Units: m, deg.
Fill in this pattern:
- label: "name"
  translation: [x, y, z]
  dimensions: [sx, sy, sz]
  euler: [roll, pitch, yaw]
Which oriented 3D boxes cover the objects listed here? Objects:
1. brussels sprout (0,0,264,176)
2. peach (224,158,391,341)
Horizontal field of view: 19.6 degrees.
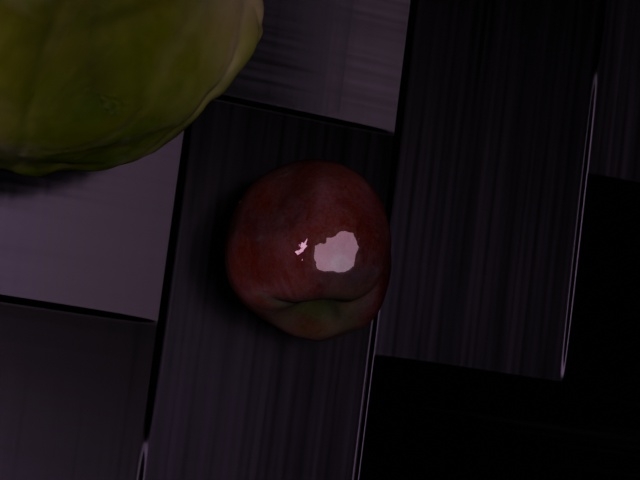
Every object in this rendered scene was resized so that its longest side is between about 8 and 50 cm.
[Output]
- label: "brussels sprout"
  translation: [-0.205, -0.216, 1.420]
  dimensions: [0.344, 0.268, 0.344]
  euler: [-8, 101, -45]
- label: "peach"
  translation: [0.000, 0.000, 1.561]
  dimensions: [0.152, 0.152, 0.152]
  euler: [2, 86, -25]
